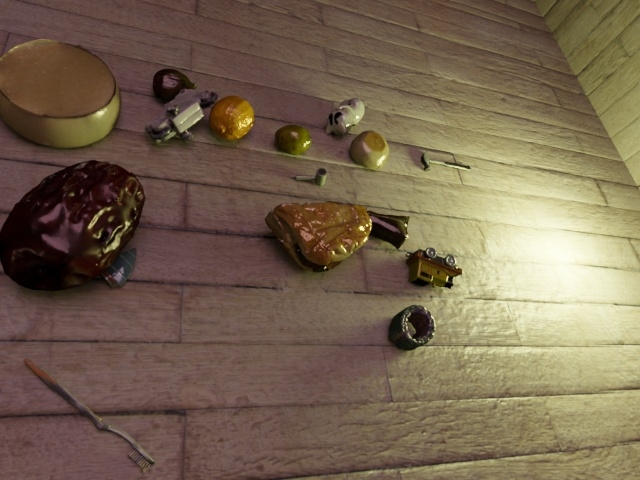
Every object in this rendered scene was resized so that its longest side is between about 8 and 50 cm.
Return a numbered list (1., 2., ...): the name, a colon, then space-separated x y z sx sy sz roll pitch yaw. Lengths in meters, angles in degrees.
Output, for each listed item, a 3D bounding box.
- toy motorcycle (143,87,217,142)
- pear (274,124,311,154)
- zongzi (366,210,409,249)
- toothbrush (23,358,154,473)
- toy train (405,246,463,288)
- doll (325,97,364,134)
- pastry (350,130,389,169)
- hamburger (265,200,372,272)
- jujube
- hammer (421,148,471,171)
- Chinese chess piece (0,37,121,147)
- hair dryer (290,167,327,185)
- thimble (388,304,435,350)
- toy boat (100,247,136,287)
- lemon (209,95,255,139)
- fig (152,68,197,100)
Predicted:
1. toy motorcycle: -0.464 -0.417 1.505 0.260 0.110 0.171 -44 45 -20
2. pear: -0.098 -0.359 1.639 0.132 0.107 0.107 -8 63 -17
3. zongzi: 0.224 -0.075 1.623 0.187 0.084 0.184 27 39 -1
4. toothbrush: -0.521 0.385 1.030 0.375 0.028 0.037 39 60 3
5. toy train: 0.386 0.103 1.572 0.220 0.089 0.127 21 64 -11
6. doll: 0.097 -0.486 1.799 0.181 0.110 0.106 -45 123 -38
7. pastry: 0.193 -0.348 1.767 0.157 0.092 0.156 9 65 -19
8. hamburger: 0.001 0.001 1.418 0.330 0.162 0.208 0 63 -26
9. jujube: -0.601 -0.046 1.136 0.259 0.258 0.376 28 57 -6
10. hammer: 0.532 -0.327 1.941 0.247 0.029 0.103 3 59 -23
11. Chinese chess piece: -0.775 -0.435 1.366 0.338 0.140 0.337 11 58 -18
12. hair dryer: -0.042 -0.224 1.609 0.125 0.063 0.037 1 61 -9
13. thimble: 0.282 0.270 1.414 0.119 0.090 0.135 35 53 0
14. toy boat: -0.529 0.064 1.225 0.096 0.034 0.122 47 52 2
15. lemon: -0.297 -0.420 1.564 0.142 0.142 0.187 39 46 3
16. fig: -0.495 -0.529 1.575 0.155 0.103 0.109 -3 98 -37
